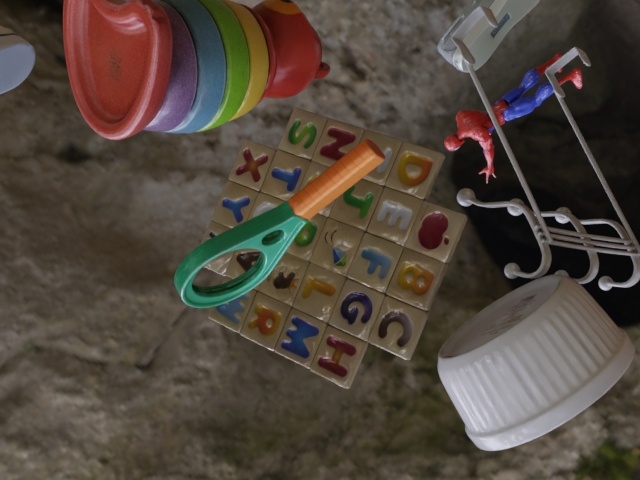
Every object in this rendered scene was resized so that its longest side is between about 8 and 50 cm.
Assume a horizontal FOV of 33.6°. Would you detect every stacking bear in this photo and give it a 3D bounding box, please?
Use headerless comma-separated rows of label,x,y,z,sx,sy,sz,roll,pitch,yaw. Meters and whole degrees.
stacking bear,-0.119,-0.207,1.187,0.289,0.164,0.175,-14,-146,-42

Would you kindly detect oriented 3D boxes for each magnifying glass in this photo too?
magnifying glass,-0.038,-0.012,0.958,0.092,0.231,0.026,23,-148,-56

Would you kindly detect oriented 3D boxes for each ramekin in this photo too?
ramekin,0.226,0.127,1.168,0.109,0.207,0.207,55,173,-3

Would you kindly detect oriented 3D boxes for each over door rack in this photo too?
over door rack,0.265,-0.097,1.297,0.240,0.108,0.324,7,-113,-47

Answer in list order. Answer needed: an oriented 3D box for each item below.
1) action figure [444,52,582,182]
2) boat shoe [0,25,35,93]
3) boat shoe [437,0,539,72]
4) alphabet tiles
action figure,0.351,-0.220,1.969,0.091,0.280,0.139,51,165,39
boat shoe,-0.629,-0.282,1.639,0.156,0.367,0.135,38,131,17
boat shoe,0.263,-0.362,1.618,0.081,0.227,0.079,41,-178,35
alphabet tiles,0.000,0.000,1.250,0.343,0.285,0.011,22,178,36
